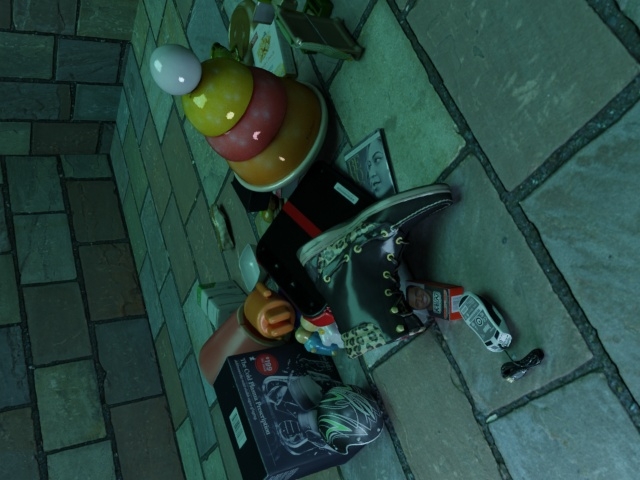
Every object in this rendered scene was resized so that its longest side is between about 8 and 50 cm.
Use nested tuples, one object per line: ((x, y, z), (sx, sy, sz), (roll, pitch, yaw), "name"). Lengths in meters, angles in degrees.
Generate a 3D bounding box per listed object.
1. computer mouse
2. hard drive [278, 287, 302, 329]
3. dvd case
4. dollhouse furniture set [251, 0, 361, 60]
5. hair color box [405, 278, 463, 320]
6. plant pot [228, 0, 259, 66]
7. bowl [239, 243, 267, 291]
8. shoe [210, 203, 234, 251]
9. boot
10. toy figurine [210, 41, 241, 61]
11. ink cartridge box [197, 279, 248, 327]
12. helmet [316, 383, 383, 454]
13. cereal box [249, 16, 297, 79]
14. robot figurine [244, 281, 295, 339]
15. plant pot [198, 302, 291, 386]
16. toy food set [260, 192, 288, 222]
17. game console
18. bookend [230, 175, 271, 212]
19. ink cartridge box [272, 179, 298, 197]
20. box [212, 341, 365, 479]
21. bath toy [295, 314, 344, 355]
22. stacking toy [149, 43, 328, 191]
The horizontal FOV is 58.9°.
((0.343, 0.176, 1.103), (0.193, 0.042, 0.106), (58, 145, 28), "computer mouse")
((-0.067, 0.105, 1.687), (0.210, 0.040, 0.318), (52, 145, 46), "hard drive")
((0.129, -0.147, 1.423), (0.164, 0.018, 0.221), (-29, 70, 57), "dvd case")
((-0.050, -0.528, 1.482), (0.301, 0.198, 0.151), (63, 142, 32), "dollhouse furniture set")
((0.248, 0.128, 1.246), (0.141, 0.043, 0.071), (6, 99, 59), "hair color box")
((-0.272, -0.717, 1.978), (0.236, 0.032, 0.236), (17, 110, 57), "plant pot")
((-0.234, 0.097, 2.025), (0.142, 0.053, 0.142), (-56, 49, 45), "bowl")
((-0.393, -0.055, 2.270), (0.076, 0.058, 0.219), (77, 176, -65), "shoe")
((0.151, 0.068, 1.220), (0.378, 0.138, 0.284), (-27, 75, 19), "boot")
((-0.237, -0.470, 1.898), (0.217, 0.191, 0.362), (14, 115, 26), "toy figurine")
((-0.366, 0.240, 2.169), (0.208, 0.153, 0.086), (37, 126, 52), "ink cartridge box")
((0.075, 0.456, 1.470), (0.169, 0.170, 0.161), (64, 145, 30), "helmet")
((-0.153, -0.583, 1.787), (0.173, 0.047, 0.240), (-33, 67, 56), "cereal box")
((-0.158, 0.221, 1.731), (0.128, 0.158, 0.219), (-53, 29, -5), "robot figurine")
((-0.234, 0.348, 1.890), (0.243, 0.275, 0.275), (-58, 47, 31), "plant pot")
((-0.168, -0.119, 1.888), (0.192, 0.039, 0.132), (27, 121, 54), "toy food set")
((0.000, 0.000, 1.473), (0.342, 0.060, 0.386), (-54, 43, 6), "game console")
((-0.217, -0.198, 1.806), (0.157, 0.072, 0.156), (56, 143, 37), "bookend")
((-0.131, -0.209, 1.795), (0.150, 0.063, 0.109), (37, 127, 50), "ink cartridge box")
((-0.093, 0.484, 1.606), (0.343, 0.313, 0.179), (63, 142, 30), "box")
((0.055, 0.174, 1.496), (0.348, 0.152, 0.129), (-51, 30, 44), "bath toy")
((-0.238, -0.366, 1.485), (0.351, 0.480, 0.350), (-16, 62, 32), "stacking toy")
